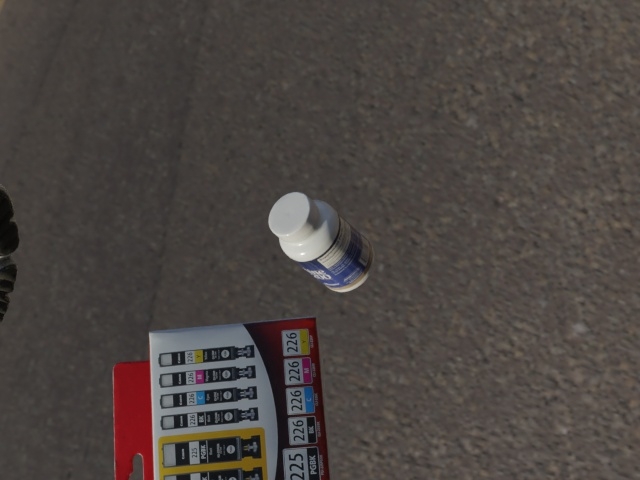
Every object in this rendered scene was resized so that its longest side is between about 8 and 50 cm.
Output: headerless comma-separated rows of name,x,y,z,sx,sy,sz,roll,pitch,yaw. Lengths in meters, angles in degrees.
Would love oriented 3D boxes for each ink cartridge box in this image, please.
ink cartridge box,-0.122,0.264,1.324,0.130,0.272,0.309,82,-178,-70

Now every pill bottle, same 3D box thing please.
pill bottle,0.000,0.000,1.141,0.067,0.120,0.067,-17,55,26

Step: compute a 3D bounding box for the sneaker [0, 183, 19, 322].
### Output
sneaker,-0.239,-0.051,0.600,0.118,0.107,0.279,19,117,49
